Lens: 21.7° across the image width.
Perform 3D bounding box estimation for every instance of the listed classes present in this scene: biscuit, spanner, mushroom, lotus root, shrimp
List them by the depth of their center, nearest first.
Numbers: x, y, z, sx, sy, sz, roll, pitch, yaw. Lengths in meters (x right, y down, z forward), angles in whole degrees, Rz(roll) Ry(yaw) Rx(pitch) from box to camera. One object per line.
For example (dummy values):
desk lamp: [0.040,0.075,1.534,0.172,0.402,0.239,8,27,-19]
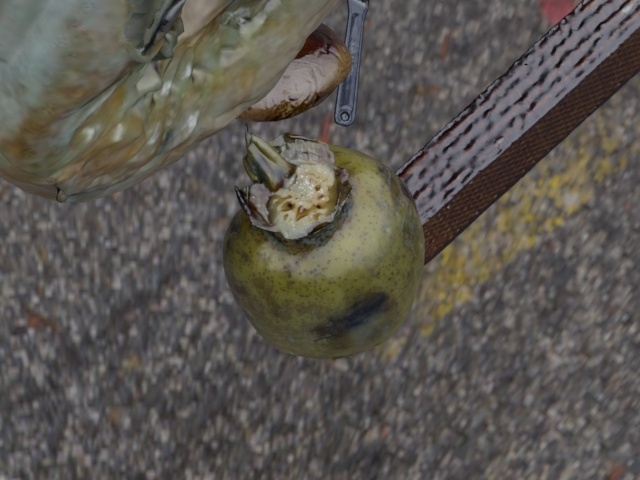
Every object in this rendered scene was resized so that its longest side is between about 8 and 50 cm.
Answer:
shrimp: [-0.045,-0.121,0.718,0.247,0.360,0.085,-32,77,-22]
lotus root: [0.002,0.002,1.238,0.154,0.278,0.154,-3,65,7]
mushroom: [-0.038,-0.135,1.248,0.123,0.052,0.123,-7,42,6]
biscuit: [0.208,-0.126,1.765,0.388,0.107,0.073,-43,67,1]
spanner: [0.037,-0.241,2.030,0.046,0.012,0.209,4,105,-8]
